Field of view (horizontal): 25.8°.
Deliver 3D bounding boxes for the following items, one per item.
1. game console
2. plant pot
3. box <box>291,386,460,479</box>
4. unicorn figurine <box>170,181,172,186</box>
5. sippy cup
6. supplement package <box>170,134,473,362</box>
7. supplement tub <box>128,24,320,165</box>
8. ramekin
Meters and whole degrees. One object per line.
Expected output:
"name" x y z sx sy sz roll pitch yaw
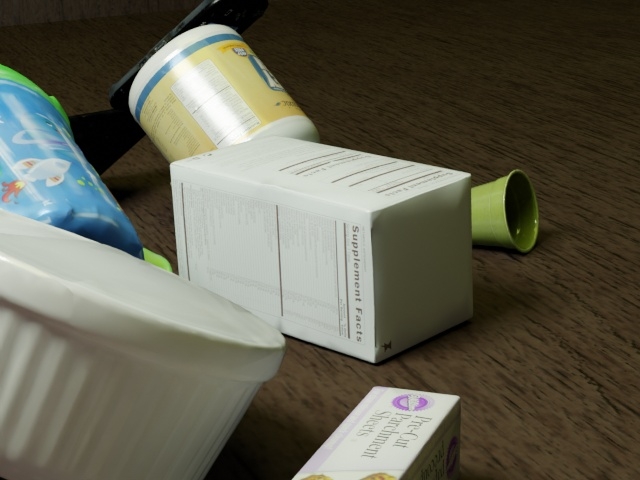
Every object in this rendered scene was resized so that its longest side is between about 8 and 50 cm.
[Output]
"game console" -0.209 -0.159 1.548 0.361 0.044 0.213 -39 -5 23
"plant pot" 0.168 -0.025 1.408 0.079 0.083 0.083 -7 13 32
"box" 0.005 0.175 0.799 0.067 0.063 0.324 6 19 22
"unicorn figurine" -0.122 -0.062 1.573 0.162 0.060 0.111 -15 21 -34
"sippy cup" -0.264 -0.001 1.144 0.305 0.240 0.224 -20 39 -30
"supplement package" 0.000 0.000 1.232 0.244 0.139 0.134 15 26 41
"supplement tub" -0.091 -0.111 1.461 0.144 0.144 0.200 -20 65 -44
"ramekin" -0.169 0.072 0.909 0.273 0.127 0.273 23 3 -1
